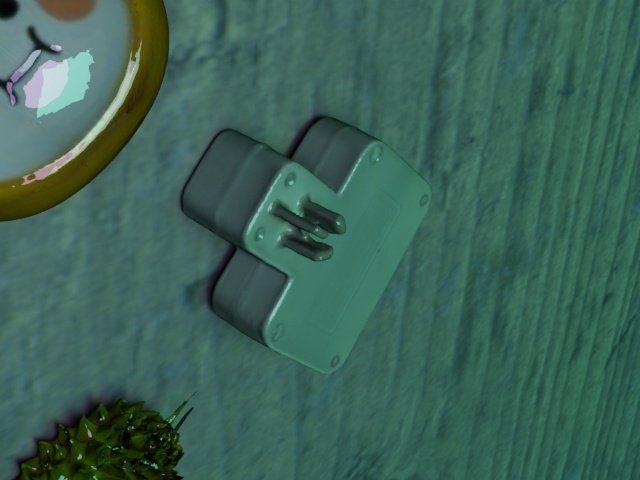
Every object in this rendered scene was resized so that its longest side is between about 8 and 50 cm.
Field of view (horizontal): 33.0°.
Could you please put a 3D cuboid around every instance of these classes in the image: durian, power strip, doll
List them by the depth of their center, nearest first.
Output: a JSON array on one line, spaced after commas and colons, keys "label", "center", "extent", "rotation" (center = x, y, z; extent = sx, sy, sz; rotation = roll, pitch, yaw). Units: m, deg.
[{"label": "doll", "center": [-0.219, -0.133, 0.685], "extent": [0.236, 0.213, 0.213], "rotation": [42, 76, -8]}, {"label": "durian", "center": [-0.228, 0.312, 1.017], "extent": [0.169, 0.158, 0.352], "rotation": [-60, 165, -71]}, {"label": "power strip", "center": [0.000, 0.000, 1.039], "extent": [0.230, 0.141, 0.261], "rotation": [-60, 145, -4]}]
